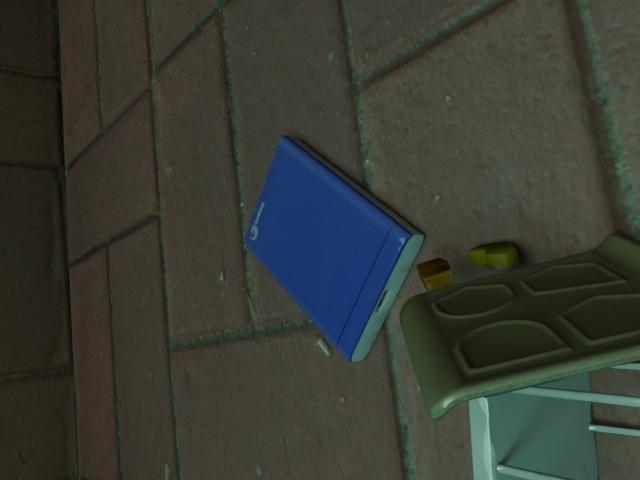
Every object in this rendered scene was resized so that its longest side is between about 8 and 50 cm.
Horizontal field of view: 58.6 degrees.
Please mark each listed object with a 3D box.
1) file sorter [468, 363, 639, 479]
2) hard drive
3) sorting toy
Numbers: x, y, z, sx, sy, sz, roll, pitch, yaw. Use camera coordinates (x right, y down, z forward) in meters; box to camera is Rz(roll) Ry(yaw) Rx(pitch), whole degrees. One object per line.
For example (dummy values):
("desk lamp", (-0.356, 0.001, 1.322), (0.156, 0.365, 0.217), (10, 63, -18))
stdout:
("file sorter", (0.252, 0.239, 0.456), (0.173, 0.193, 0.277), (-9, 82, 46))
("hard drive", (0.000, 0.000, 0.873), (0.319, 0.040, 0.210), (43, 120, 41))
("sorting toy", (0.187, 0.057, 0.526), (0.229, 0.307, 0.041), (-19, 101, 6))
